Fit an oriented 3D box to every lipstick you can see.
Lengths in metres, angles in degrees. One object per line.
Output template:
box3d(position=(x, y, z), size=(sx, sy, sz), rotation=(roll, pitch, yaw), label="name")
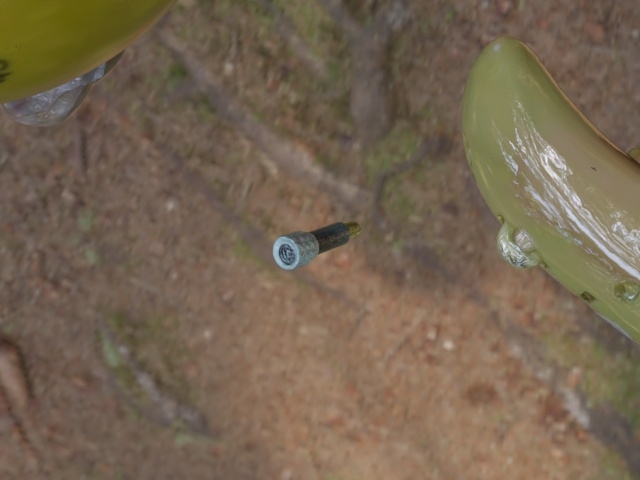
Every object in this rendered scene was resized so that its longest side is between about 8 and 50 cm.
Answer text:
box3d(position=(0.000, 0.000, 1.702), size=(0.037, 0.116, 0.037), rotation=(11, 110, 35), label="lipstick")

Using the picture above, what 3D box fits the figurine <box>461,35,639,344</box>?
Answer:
box3d(position=(0.238, -0.032, 1.068), size=(0.324, 0.124, 0.222), rotation=(37, 86, 1), label="figurine")

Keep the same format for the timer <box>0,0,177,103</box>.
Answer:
box3d(position=(-0.245, -0.237, 0.870), size=(0.387, 0.376, 0.376), rotation=(-1, 130, 1), label="timer")

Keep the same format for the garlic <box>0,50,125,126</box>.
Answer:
box3d(position=(-0.231, -0.223, 1.514), size=(0.207, 0.257, 0.207), rotation=(1, 109, 3), label="garlic")
